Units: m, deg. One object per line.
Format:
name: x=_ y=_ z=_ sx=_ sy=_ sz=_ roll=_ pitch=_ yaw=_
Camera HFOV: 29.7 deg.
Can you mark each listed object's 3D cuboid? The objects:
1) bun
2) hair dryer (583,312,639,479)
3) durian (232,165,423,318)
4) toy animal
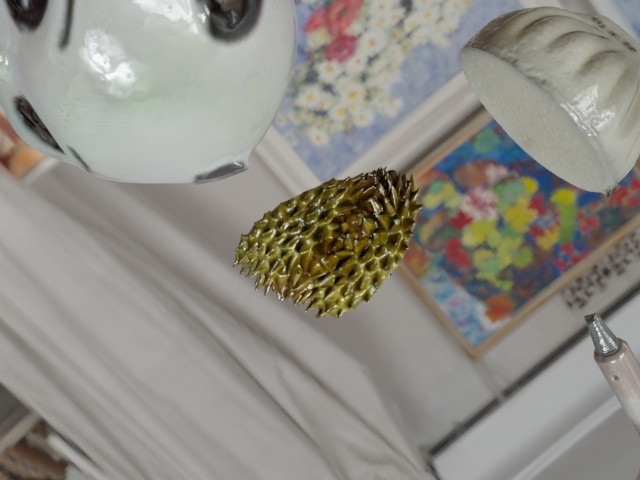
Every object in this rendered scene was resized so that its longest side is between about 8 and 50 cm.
bun: x=0.318 y=-0.202 z=1.498 sx=0.175 sy=0.263 sz=0.263 roll=-46 pitch=-161 yaw=-6
hair dryer: x=0.313 y=0.143 z=1.179 sx=0.053 sy=0.220 sz=0.195 roll=-16 pitch=-162 yaw=38
durian: x=0.000 y=0.000 z=1.302 sx=0.252 sy=0.144 sz=0.139 roll=-46 pitch=-171 yaw=34
toy animal: x=-0.125 y=-0.154 z=0.717 sx=0.212 sy=0.212 sz=0.267 roll=-34 pitch=-142 yaw=20
